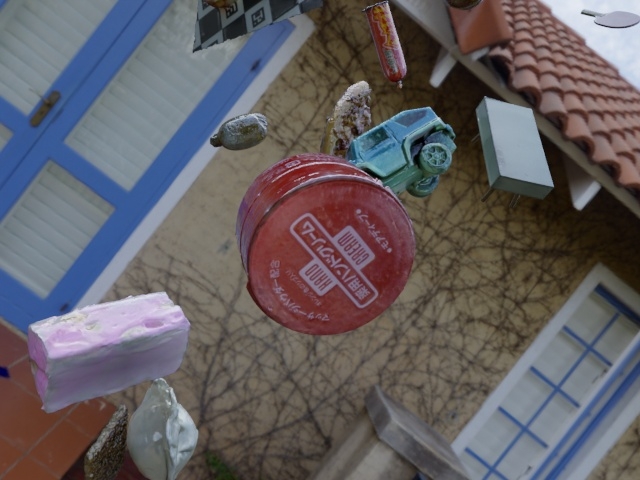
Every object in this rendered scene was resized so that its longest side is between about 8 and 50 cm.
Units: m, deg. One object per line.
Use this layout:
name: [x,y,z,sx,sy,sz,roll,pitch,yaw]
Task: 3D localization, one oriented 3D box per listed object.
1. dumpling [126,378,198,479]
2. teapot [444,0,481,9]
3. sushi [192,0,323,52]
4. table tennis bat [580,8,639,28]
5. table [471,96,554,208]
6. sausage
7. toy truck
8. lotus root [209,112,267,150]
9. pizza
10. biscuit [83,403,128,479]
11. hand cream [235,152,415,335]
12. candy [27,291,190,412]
dumpling: [-0.340,0.437,1.149,0.147,0.257,0.193,1,1,-32]
teapot: [0.319,-0.563,1.164,0.078,0.098,0.129,53,12,-43]
sushi: [-0.142,-0.562,1.013,0.340,0.319,0.069,-3,-12,36]
table tennis bat: [0.706,-0.546,1.293,0.156,0.087,0.013,50,-17,47]
table: [0.400,-0.182,1.151,0.122,0.240,0.111,12,-37,-10]
sausage: [0.116,-0.334,0.913,0.048,0.050,0.145,-4,-68,43]
toy truck: [0.134,-0.138,1.053,0.156,0.279,0.155,57,-10,12]
lotus root: [-0.259,-0.338,1.663,0.088,0.192,0.113,64,13,-59]
pizza: [0.076,-0.311,1.496,0.086,0.305,0.161,16,-7,29]
biscuit: [-0.424,0.438,1.043,0.025,0.230,0.131,21,37,2]
hand cream: [0.000,0.000,0.608,0.193,0.193,0.125,37,9,-23]
candy: [-0.395,0.200,0.990,0.265,0.155,0.116,-9,46,-40]
